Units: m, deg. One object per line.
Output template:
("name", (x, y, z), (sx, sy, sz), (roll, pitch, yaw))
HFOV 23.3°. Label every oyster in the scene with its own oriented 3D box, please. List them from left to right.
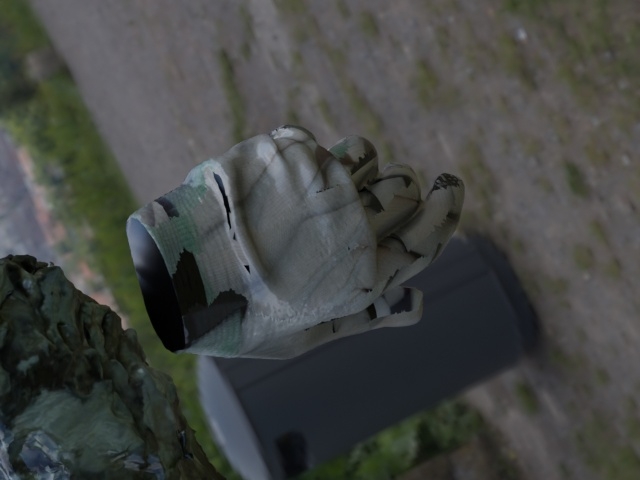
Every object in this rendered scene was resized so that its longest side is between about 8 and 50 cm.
("oyster", (-0.154, 0.132, 0.907), (0.158, 0.162, 0.351), (36, 158, 44))

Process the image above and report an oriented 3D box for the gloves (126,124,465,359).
("gloves", (0.002, -0.004, 0.866), (0.127, 0.212, 0.111), (66, 157, 8))
